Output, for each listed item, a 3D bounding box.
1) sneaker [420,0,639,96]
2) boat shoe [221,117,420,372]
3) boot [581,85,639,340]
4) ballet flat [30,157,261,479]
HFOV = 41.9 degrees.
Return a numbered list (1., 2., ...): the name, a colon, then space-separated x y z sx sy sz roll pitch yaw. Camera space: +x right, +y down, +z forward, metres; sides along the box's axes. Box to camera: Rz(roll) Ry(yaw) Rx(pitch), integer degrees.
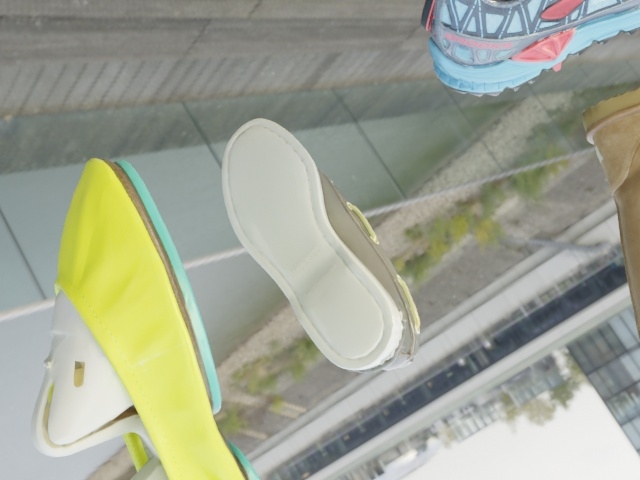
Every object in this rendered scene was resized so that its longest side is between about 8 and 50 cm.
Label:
1. sneaker: 0.198 -0.213 0.626 0.262 0.104 0.125 -31 140 -1
2. boat shoe: -0.003 0.003 0.840 0.109 0.305 0.091 -41 150 17
3. boot: 0.372 -0.026 0.730 0.236 0.269 0.089 -24 159 32
4. ballet flat: -0.066 0.083 0.326 0.077 0.231 0.077 -25 -176 -24
